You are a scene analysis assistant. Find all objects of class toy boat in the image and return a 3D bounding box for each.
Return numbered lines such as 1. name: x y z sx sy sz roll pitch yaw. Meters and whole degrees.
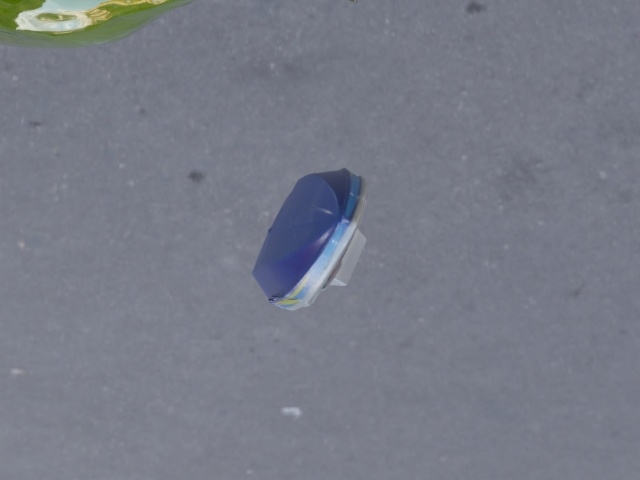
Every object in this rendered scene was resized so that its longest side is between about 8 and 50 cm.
1. toy boat: 0.000 0.000 0.954 0.088 0.129 0.295 25 172 -5

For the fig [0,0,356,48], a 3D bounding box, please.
1. fig: -0.126 -0.214 0.656 0.314 0.233 0.233 11 142 -3
